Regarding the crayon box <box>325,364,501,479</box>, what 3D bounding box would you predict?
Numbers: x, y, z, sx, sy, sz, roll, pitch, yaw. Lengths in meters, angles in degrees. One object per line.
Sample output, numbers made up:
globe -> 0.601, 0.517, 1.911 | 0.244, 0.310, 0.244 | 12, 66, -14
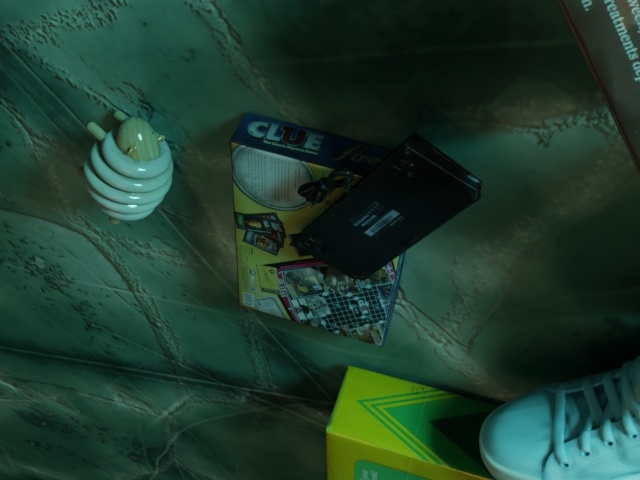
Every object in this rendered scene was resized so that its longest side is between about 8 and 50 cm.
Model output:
crayon box -> 0.169, 0.330, 1.019 | 0.313, 0.106, 0.363 | 14, 141, 13

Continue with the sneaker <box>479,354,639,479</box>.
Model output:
sneaker -> 0.305, 0.139, 0.714 | 0.366, 0.135, 0.150 | -15, 128, 24

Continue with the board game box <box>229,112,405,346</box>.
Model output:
board game box -> 0.000, 0.000, 0.767 | 0.165, 0.042, 0.243 | 16, 141, 9

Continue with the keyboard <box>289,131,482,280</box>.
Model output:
keyboard -> 0.039, -0.029, 0.662 | 0.108, 0.023, 0.180 | 29, 141, -18

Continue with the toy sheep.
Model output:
toy sheep -> -0.184, -0.064, 0.753 | 0.091, 0.091, 0.132 | 25, 137, -2

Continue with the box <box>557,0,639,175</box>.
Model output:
box -> 0.311, -0.156, 0.344 | 0.381, 0.143, 0.191 | -13, 124, 39
